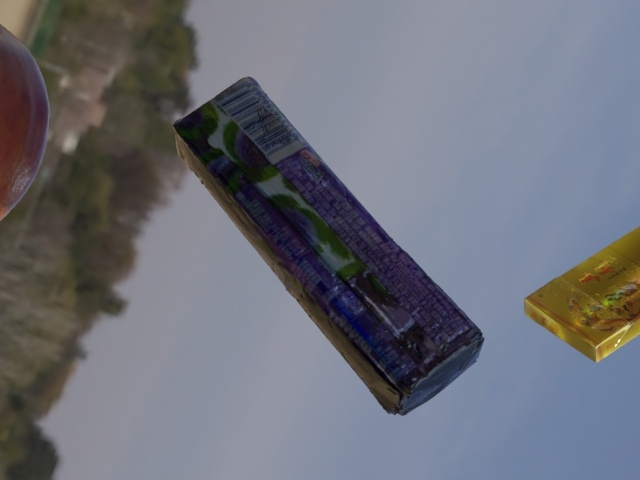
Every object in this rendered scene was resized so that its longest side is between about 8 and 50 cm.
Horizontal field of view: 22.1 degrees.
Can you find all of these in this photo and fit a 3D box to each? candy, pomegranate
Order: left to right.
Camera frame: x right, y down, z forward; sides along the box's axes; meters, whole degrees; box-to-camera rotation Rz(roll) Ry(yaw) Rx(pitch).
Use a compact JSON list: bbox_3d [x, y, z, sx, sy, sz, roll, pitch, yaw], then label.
[{"bbox_3d":[-0.391,-0.101,1.514,0.229,0.252,0.270,32,-85,44],"label":"pomegranate"},{"bbox_3d":[0.000,0.000,1.319,0.088,0.312,0.061,-32,158,-21],"label":"candy"}]

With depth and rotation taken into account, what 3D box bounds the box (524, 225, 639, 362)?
[{"bbox_3d":[0.256,0.040,1.375,0.089,0.156,0.022,37,-35,43],"label":"box"}]
